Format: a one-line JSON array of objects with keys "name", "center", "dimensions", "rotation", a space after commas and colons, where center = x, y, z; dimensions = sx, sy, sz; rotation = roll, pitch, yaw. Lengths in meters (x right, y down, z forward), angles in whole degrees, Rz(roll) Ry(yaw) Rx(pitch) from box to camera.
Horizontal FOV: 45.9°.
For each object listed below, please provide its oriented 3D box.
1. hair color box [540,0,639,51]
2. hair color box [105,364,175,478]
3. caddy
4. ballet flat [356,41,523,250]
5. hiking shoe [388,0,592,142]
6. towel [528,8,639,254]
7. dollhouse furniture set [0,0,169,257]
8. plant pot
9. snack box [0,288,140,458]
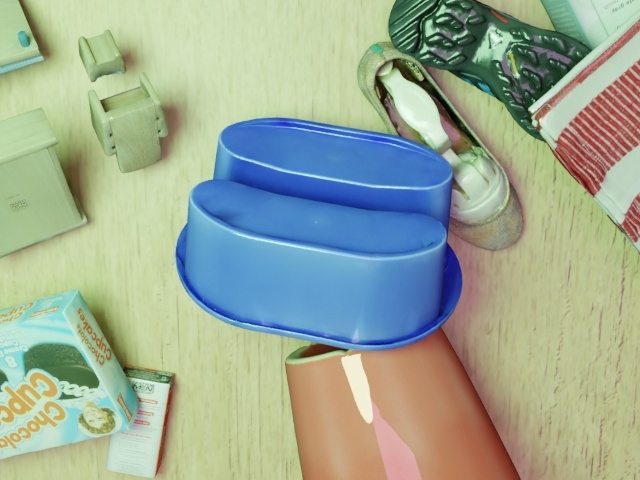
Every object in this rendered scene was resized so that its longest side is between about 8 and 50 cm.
[{"name": "hair color box", "center": [0.419, -0.220, 0.906], "dimensions": [0.185, 0.113, 0.374], "rotation": [-30, 100, 7]}, {"name": "hair color box", "center": [-0.246, 0.247, 1.032], "dimensions": [0.072, 0.043, 0.141], "rotation": [11, 102, -2]}, {"name": "caddy", "center": [0.000, 0.000, 0.873], "dimensions": [0.341, 0.241, 0.179], "rotation": [10, 134, 6]}, {"name": "ballet flat", "center": [0.151, -0.105, 0.930], "dimensions": [0.107, 0.106, 0.316], "rotation": [-40, 100, 4]}, {"name": "hiking shoe", "center": [0.226, -0.213, 0.880], "dimensions": [0.304, 0.132, 0.113], "rotation": [32, 116, -1]}, {"name": "towel", "center": [0.413, -0.102, 0.834], "dimensions": [0.237, 0.037, 0.329], "rotation": [-43, 111, 10]}, {"name": "dollhouse furniture set", "center": [-0.378, -0.180, 0.934], "dimensions": [0.286, 0.198, 0.303], "rotation": [-23, 69, -17]}, {"name": "plant pot", "center": [0.083, 0.229, 0.934], "dimensions": [0.274, 0.275, 0.243], "rotation": [-19, 90, 3]}, {"name": "snack box", "center": [-0.416, 0.189, 0.967], "dimensions": [0.321, 0.060, 0.187], "rotation": [-15, 115, 12]}]
